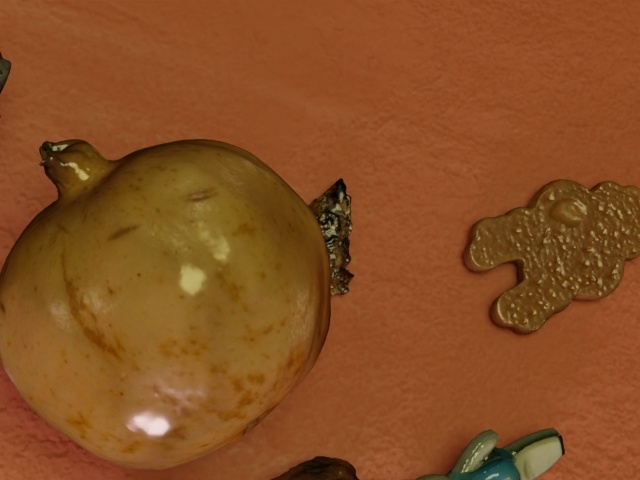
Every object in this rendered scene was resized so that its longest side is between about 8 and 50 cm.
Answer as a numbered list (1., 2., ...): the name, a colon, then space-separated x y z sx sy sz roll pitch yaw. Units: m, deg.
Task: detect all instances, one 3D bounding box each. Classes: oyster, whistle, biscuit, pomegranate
1. oyster: 0.000 0.000 1.896 0.086 0.029 0.132 -6 79 -18
2. whistle: 0.160 0.262 1.853 0.235 0.077 0.114 -26 114 -27
3. biscuit: 0.275 0.006 1.975 0.236 0.040 0.144 -24 90 -23
4. pomegranate: -0.154 0.038 1.681 0.342 0.342 0.342 4 74 -16

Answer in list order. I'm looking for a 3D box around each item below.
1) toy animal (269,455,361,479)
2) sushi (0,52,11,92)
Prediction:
1. toy animal: -0.080 0.295 1.770 0.312 0.097 0.157 2 63 -14
2. sushi: -0.446 -0.144 1.726 0.238 0.219 0.225 46 26 14
